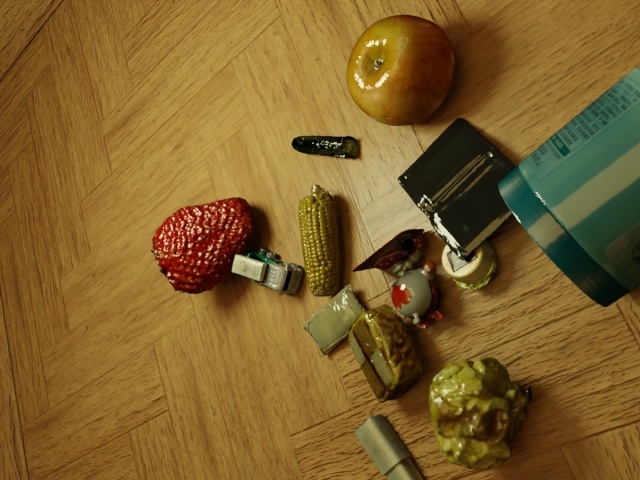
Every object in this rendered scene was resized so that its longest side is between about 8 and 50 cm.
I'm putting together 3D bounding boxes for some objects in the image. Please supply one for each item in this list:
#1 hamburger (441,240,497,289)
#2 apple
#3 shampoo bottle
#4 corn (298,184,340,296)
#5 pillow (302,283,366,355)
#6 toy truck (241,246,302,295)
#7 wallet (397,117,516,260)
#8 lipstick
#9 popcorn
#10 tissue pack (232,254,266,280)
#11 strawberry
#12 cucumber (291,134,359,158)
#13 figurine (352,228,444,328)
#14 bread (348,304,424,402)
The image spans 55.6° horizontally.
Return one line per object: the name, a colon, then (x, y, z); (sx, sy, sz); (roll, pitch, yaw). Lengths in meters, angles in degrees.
hamburger: (0.364, 0.051, 1.478); (0.127, 0.081, 0.141); (-51, 46, 17)
apple: (0.201, -0.437, 1.563); (0.285, 0.233, 0.286); (-4, 83, 37)
shampoo bottle: (0.584, -0.104, 1.173); (0.342, 0.331, 0.331); (-44, 61, 23)
corn: (0.000, 0.000, 1.738); (0.119, 0.119, 0.322); (-14, 79, 35)
pillow: (0.045, 0.225, 1.714); (0.208, 0.053, 0.119); (-42, 66, 26)
toy truck: (-0.167, 0.093, 1.852); (0.215, 0.116, 0.110); (22, 97, 37)
wallet: (0.347, -0.136, 1.501); (0.247, 0.041, 0.323); (-47, 47, 16)
lipstick: (0.194, 0.571, 1.546); (0.077, 0.079, 0.253); (-49, 60, 20)
popcorn: (0.357, 0.386, 1.359); (0.225, 0.249, 0.250); (-2, 83, 23)
tissue pack: (-0.212, 0.081, 1.802); (0.108, 0.023, 0.056); (14, 93, 31)
strawberry: (-0.364, -0.017, 1.933); (0.351, 0.267, 0.312); (-39, 31, 12)
cucumber: (-0.001, -0.283, 1.803); (0.245, 0.067, 0.067); (10, 91, 36)
figurine: (0.232, 0.114, 1.542); (0.183, 0.160, 0.226); (-41, 72, 27)
bread: (0.163, 0.290, 1.557); (0.222, 0.096, 0.181); (63, 149, 23)
